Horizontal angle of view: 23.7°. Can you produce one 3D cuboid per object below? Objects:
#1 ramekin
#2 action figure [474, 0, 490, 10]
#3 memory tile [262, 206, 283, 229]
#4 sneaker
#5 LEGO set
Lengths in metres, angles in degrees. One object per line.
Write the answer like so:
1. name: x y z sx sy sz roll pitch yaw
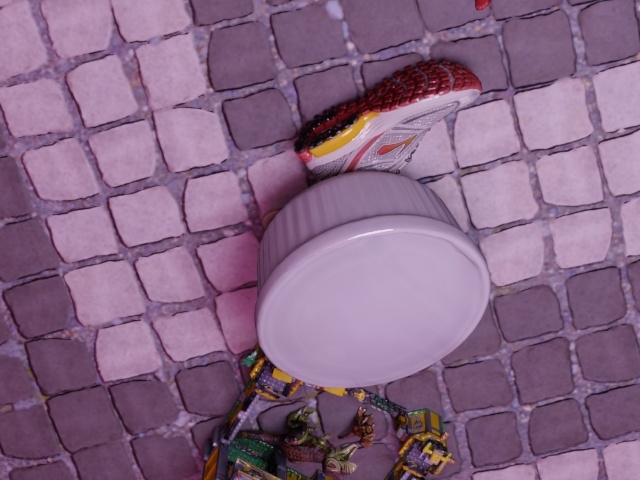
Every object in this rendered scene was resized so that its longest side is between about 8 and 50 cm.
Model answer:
1. ramekin: 0.051 0.038 1.756 0.272 0.127 0.273 -8 137 -8
2. action figure: 0.119 -0.367 1.606 0.091 0.139 0.280 -35 107 15
3. memory tile: 0.000 0.000 1.810 0.113 0.012 0.148 -17 138 8
4. sneaker: 0.086 -0.131 1.749 0.225 0.088 0.093 -25 120 20
5. LEGO set: 0.002 0.288 1.877 0.331 0.192 0.255 36 110 -15
